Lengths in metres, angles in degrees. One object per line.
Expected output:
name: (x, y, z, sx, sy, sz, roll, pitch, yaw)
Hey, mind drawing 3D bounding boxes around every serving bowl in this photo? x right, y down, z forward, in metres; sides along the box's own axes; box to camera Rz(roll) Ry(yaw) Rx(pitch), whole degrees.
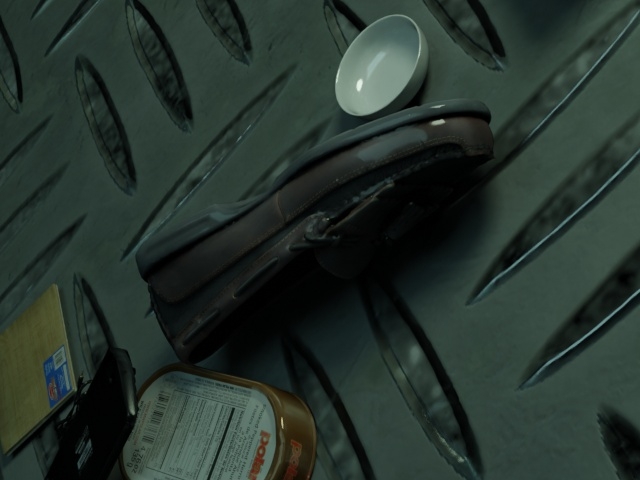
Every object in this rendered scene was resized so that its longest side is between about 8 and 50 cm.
serving bowl: (0.050, -0.124, 1.052, 0.083, 0.027, 0.083, -25, 52, 36)

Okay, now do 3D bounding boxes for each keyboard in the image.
keyboard: (-0.166, 0.152, 1.085, 0.192, 0.038, 0.100, -58, 39, 41)

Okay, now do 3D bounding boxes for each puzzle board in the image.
puzzle board: (-0.252, 0.113, 1.248, 0.096, 0.011, 0.128, -42, 43, 20)

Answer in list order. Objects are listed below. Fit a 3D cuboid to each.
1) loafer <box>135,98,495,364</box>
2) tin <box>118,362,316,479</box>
loafer: (0.000, 0.000, 0.987, 0.303, 0.109, 0.095, -25, 71, 33)
tin: (-0.079, 0.147, 1.023, 0.190, 0.040, 0.106, 6, 77, 49)
